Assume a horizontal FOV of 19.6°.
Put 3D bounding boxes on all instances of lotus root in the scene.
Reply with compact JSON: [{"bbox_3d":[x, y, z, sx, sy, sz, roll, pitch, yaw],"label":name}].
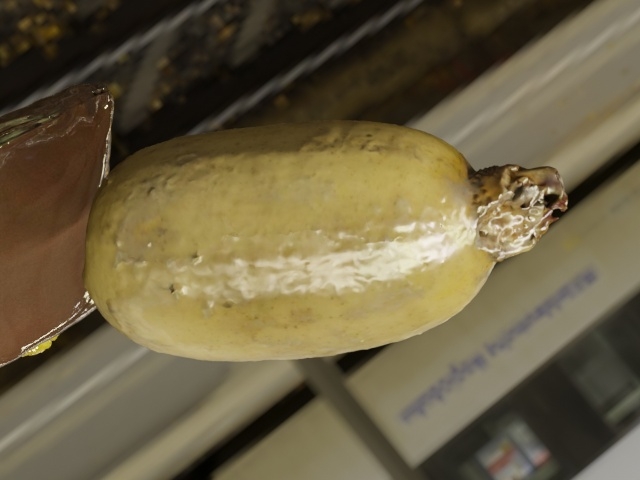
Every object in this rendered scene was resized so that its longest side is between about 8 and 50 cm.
[{"bbox_3d":[0.000,0.000,1.287,0.343,0.169,0.151,-4,-146,11],"label":"lotus root"}]

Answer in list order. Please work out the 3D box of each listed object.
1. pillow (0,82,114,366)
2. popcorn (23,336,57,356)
[{"bbox_3d":[-0.302,0.028,1.513,0.308,0.108,0.305,-26,152,-21],"label":"pillow"},{"bbox_3d":[-0.277,0.060,1.730,0.084,0.084,0.084,-38,171,-7],"label":"popcorn"}]
